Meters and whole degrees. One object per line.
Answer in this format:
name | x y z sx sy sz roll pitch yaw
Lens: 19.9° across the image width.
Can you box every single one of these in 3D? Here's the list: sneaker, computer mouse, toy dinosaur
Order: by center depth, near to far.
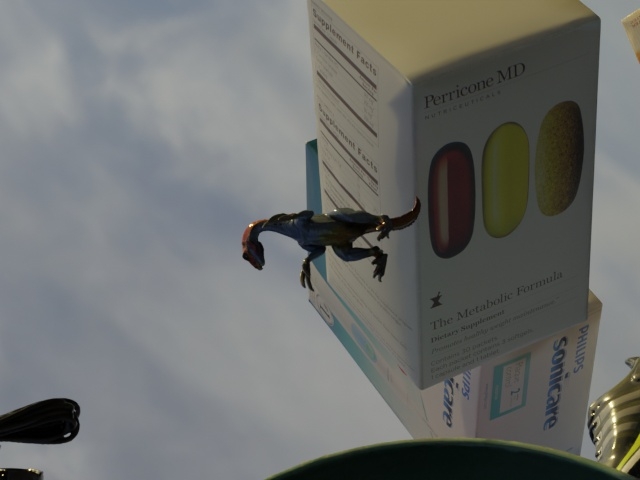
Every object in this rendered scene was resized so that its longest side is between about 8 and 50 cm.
toy dinosaur | 0.000 0.000 1.032 0.082 0.047 0.090 12 -160 29
computer mouse | -0.301 0.231 1.466 0.184 0.262 0.060 -4 -130 -36
sneaker | 0.346 0.238 2.040 0.300 0.121 0.111 -50 -56 -35

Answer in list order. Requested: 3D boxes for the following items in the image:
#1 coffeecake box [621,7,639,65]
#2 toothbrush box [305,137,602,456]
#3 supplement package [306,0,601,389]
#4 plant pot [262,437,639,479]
coffeecake box | 0.326 -0.116 1.352 0.068 0.142 0.185 16 -131 -51
toothbrush box | 0.109 0.055 1.618 0.126 0.216 0.295 -23 -129 -20
supplement package | 0.085 -0.052 1.176 0.139 0.244 0.134 -22 -138 -19
plant pot | 0.063 0.259 0.899 0.293 0.196 0.293 -3 -151 2
